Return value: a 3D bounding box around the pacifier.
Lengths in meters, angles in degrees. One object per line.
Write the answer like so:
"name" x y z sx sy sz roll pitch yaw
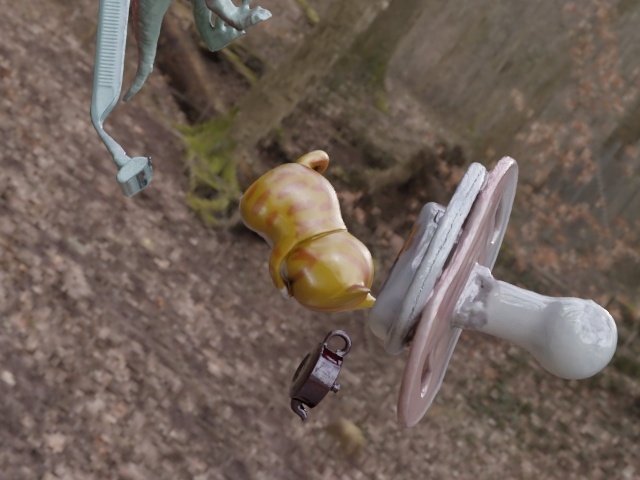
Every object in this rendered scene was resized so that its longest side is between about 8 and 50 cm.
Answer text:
"pacifier" 0.176 0.064 1.315 0.273 0.332 0.220 37 -27 -17

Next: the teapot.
"teapot" 0.002 0.138 1.207 0.045 0.100 0.068 33 2 -10

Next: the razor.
"razor" -0.192 -0.184 1.110 0.056 0.277 0.111 -3 -5 -6

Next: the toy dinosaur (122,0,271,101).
"toy dinosaur" -0.110 -0.213 0.901 0.167 0.242 0.053 48 36 -2

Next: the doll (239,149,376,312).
"doll" -0.019 0.000 1.903 0.269 0.162 0.167 65 13 13
